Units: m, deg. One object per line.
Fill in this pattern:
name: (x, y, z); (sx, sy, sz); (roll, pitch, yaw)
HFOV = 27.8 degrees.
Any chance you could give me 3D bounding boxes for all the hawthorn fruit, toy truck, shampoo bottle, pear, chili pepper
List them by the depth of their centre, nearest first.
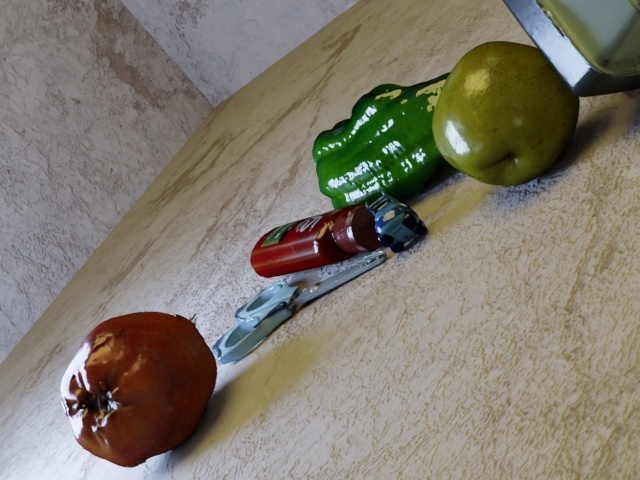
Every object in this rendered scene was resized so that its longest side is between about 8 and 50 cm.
pear: (0.243, -0.165, 1.700); (0.198, 0.198, 0.198); (-39, 14, 12)
toy truck: (0.115, -0.022, 1.859); (0.063, 0.074, 0.136); (-37, -26, 10)
hawthorn fruit: (-0.246, 0.193, 1.893); (0.211, 0.211, 0.299); (-32, 8, 33)
chili pepper: (0.136, -0.175, 2.025); (0.385, 0.167, 0.213); (-28, 21, 39)
shampoo bottle: (-0.001, -0.001, 2.046); (0.118, 0.076, 0.314); (-33, 9, -28)

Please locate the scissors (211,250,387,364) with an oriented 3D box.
scissors: (-0.030, 0.083, 1.974); (0.360, 0.029, 0.191); (-30, 17, 40)

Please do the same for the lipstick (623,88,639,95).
lipstick: (0.404, -0.242, 1.776); (0.053, 0.053, 0.234); (-39, 19, 12)

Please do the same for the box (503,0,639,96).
box: (0.349, -0.322, 1.603); (0.220, 0.290, 0.166); (-13, -30, -31)
